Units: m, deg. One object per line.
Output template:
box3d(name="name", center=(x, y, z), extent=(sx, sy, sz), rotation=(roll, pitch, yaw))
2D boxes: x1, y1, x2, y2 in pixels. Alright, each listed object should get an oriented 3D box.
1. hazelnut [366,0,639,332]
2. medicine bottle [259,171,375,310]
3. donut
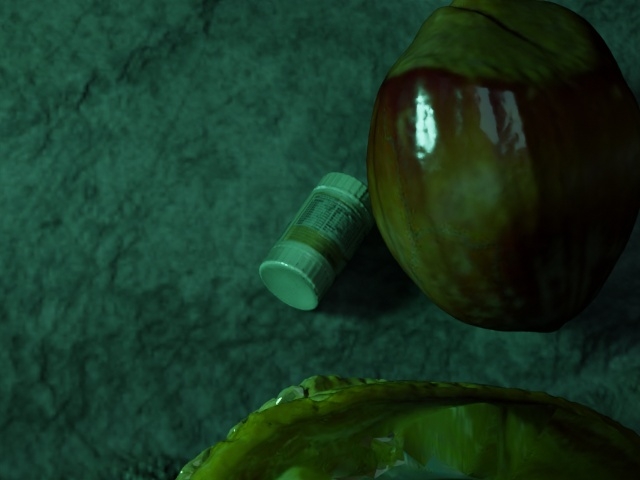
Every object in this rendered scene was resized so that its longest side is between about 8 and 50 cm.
box3d(name="hazelnut", center=(0.118, -0.047, 1.123), extent=(0.181, 0.181, 0.212), rotation=(36, 40, 27))
box3d(name="medicine bottle", center=(0.000, 0.000, 1.127), extent=(0.047, 0.047, 0.083), rotation=(34, 60, 0))
box3d(name="donut", center=(0.064, 0.214, 0.982), extent=(0.330, 0.160, 0.330), rotation=(4, 72, -14))
